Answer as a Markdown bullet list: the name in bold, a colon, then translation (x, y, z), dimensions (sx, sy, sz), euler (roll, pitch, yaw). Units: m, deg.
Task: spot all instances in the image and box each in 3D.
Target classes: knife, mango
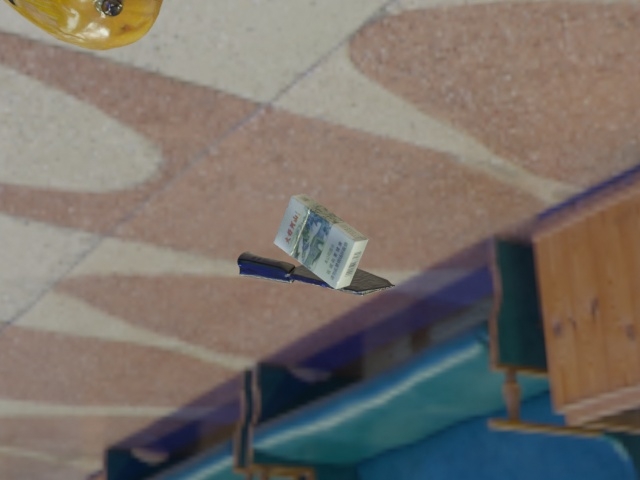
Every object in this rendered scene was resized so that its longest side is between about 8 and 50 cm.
- **knife**: translation (-0.004, 0.037, 1.573), dimensions (0.230, 0.028, 0.060), euler (11, -146, 41)
- **mango**: translation (-0.259, -0.292, 1.194), dimensions (0.144, 0.359, 0.187), euler (-44, 147, 1)

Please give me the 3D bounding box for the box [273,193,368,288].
- **box**: translation (0.000, 0.000, 1.218), dimensions (0.024, 0.083, 0.054), euler (-15, 134, -50)
